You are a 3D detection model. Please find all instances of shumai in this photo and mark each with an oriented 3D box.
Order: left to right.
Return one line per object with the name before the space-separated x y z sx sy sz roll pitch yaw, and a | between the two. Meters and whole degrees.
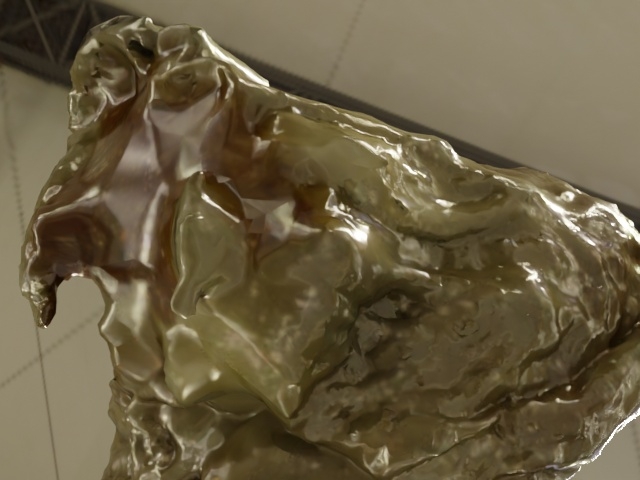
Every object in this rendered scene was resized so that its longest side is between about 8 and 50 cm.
shumai | 0.000 0.000 0.795 0.314 0.267 0.262 -22 -69 0
